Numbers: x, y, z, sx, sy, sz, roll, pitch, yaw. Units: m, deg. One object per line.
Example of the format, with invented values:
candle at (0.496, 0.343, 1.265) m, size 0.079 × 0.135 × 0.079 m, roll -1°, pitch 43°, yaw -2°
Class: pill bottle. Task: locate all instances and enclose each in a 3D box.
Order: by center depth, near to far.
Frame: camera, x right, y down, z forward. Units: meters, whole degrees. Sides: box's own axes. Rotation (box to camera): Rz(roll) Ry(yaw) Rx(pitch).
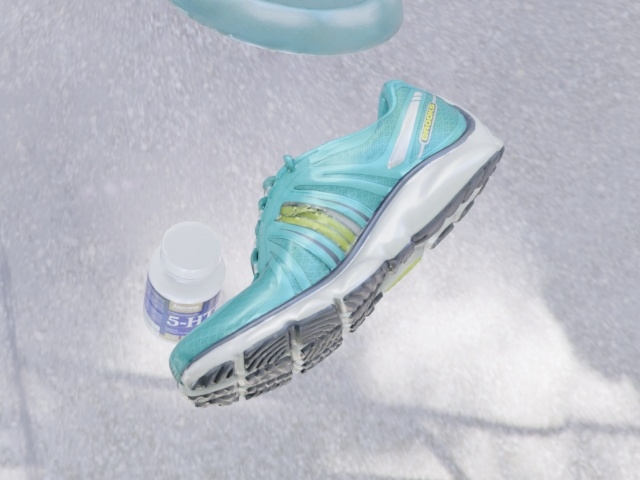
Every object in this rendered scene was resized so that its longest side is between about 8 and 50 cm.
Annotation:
pill bottle at (-0.196, 0.060, 1.590) m, size 0.112 × 0.112 × 0.186 m, roll 3°, pitch 144°, yaw -11°

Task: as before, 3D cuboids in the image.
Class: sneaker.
sneaker at (0.000, 0.000, 0.715) m, size 0.110 × 0.107 × 0.275 m, roll 40°, pitch 66°, yaw 13°

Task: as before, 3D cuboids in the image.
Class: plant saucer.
plant saucer at (-0.047, -0.327, 1.333) m, size 0.318 × 0.317 × 0.043 m, roll 6°, pitch 131°, yaw -12°
